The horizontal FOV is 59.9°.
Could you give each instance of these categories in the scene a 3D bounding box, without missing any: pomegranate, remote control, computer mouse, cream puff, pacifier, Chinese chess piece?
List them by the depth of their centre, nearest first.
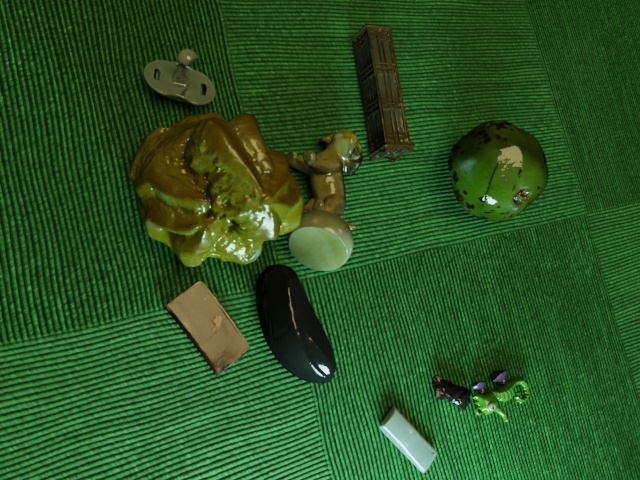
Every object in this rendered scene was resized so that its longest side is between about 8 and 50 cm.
[{"bbox_3d":[-0.208,-0.098,1.048,0.274,0.270,0.323,-40,96,-22],"label":"cream puff"},{"bbox_3d":[-0.065,0.181,1.125,0.086,0.137,0.270,-27,93,-37],"label":"computer mouse"},{"bbox_3d":[-0.283,-0.349,1.150,0.150,0.117,0.127,18,46,-18],"label":"pacifier"},{"bbox_3d":[0.000,0.000,1.193,0.144,0.144,0.058,34,43,-15],"label":"Chinese chess piece"},{"bbox_3d":[0.201,0.451,1.257,0.162,0.029,0.061,47,66,-10],"label":"remote control"},{"bbox_3d":[0.435,-0.182,1.396,0.254,0.254,0.271,6,44,-24],"label":"pomegranate"}]

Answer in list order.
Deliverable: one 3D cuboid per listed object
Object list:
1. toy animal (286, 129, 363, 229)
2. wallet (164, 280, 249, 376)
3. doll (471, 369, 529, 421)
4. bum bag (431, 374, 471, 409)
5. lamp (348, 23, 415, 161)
[{"bbox_3d":[0.018,-0.148,1.253,0.168,0.121,0.233,11,77,-34],"label":"toy animal"},{"bbox_3d":[-0.224,0.174,1.115,0.095,0.026,0.176,-39,96,-21],"label":"wallet"},{"bbox_3d":[0.450,0.384,1.380,0.190,0.050,0.115,-18,83,-29],"label":"doll"},{"bbox_3d":[0.313,0.363,1.325,0.124,0.034,0.058,26,60,-19],"label":"bum bag"},{"bbox_3d":[0.150,-0.363,1.371,0.090,0.089,0.326,-5,81,-27],"label":"lamp"}]
